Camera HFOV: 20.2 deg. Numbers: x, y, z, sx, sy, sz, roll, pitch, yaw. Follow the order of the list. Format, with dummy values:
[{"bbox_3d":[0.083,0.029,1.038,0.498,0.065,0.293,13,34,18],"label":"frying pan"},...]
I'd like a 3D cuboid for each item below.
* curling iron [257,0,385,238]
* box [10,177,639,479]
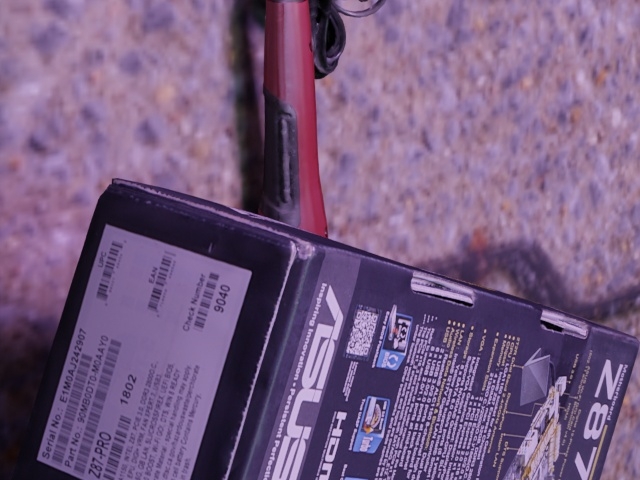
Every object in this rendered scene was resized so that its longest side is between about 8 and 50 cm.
[{"bbox_3d":[0.000,0.000,0.750,0.068,0.035,0.274,-18,115,-47],"label":"curling iron"},{"bbox_3d":[-0.017,0.197,0.694,0.318,0.097,0.394,15,91,-58],"label":"box"}]
